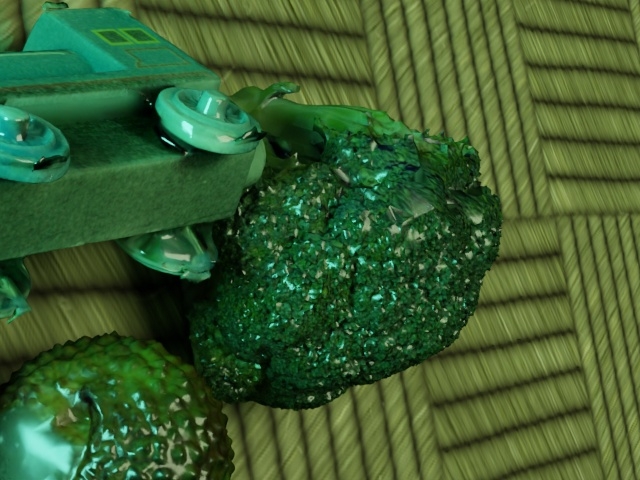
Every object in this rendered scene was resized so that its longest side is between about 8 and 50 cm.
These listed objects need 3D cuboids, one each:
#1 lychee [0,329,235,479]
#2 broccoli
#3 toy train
[{"bbox_3d":[-0.124,0.137,1.055,0.171,0.171,0.171,26,58,-51],"label":"lychee"},{"bbox_3d":[0.000,0.000,1.260,0.245,0.265,0.294,53,11,32],"label":"broccoli"},{"bbox_3d":[-0.173,-0.058,1.033,0.298,0.194,0.120,-11,131,-51],"label":"toy train"}]
